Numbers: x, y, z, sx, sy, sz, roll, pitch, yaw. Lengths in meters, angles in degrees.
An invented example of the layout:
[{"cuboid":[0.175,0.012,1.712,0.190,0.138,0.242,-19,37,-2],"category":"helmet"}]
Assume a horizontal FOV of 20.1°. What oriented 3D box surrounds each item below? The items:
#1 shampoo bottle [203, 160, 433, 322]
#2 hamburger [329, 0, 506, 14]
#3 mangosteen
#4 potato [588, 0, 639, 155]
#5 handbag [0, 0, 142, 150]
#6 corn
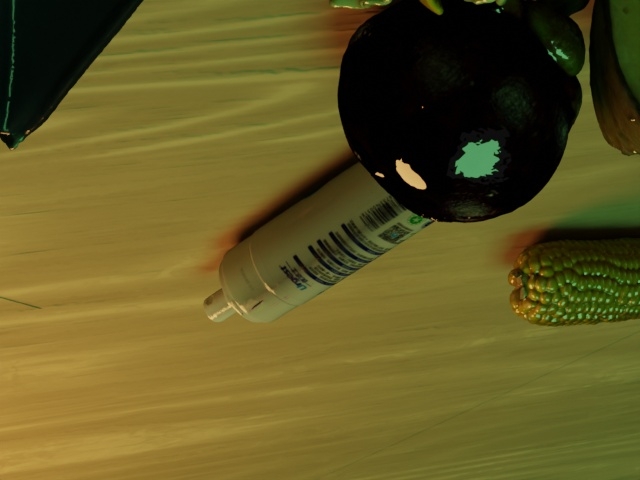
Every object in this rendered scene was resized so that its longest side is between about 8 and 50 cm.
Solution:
[{"cuboid":[0.000,0.000,1.785,0.303,0.092,0.092,-33,149,30],"category":"shampoo bottle"},{"cuboid":[0.041,-0.274,1.111,0.212,0.274,0.274,-5,151,-14],"category":"hamburger"},{"cuboid":[0.134,-0.136,1.513,0.250,0.211,0.211,-43,152,-6],"category":"mangosteen"},{"cuboid":[0.278,-0.142,1.522,0.112,0.269,0.255,3,162,2],"category":"potato"},{"cuboid":[-0.173,-0.257,0.976,0.122,0.303,0.329,6,145,-42],"category":"handbag"},{"cuboid":[0.334,0.045,2.048,0.310,0.101,0.101,-3,150,-30],"category":"corn"}]
